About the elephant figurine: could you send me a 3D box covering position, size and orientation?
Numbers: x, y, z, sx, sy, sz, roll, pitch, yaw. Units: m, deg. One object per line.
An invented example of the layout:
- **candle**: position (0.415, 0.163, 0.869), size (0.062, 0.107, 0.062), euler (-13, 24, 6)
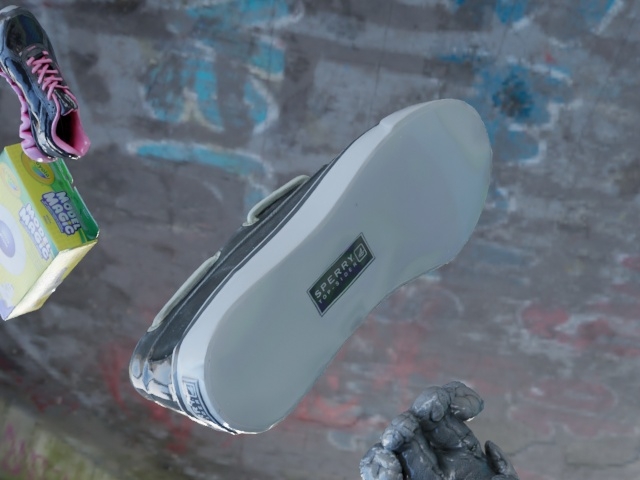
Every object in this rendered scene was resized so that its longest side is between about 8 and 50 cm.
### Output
- **elephant figurine**: position (0.167, 0.284, 1.094), size (0.169, 0.239, 0.186), euler (-52, 162, 14)

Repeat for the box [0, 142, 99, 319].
- **box**: position (-0.254, -0.011, 0.888), size (0.043, 0.105, 0.179), euler (-22, 168, -43)

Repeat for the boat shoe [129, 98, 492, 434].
- **boat shoe**: position (0.000, 0.000, 0.479), size (0.070, 0.219, 0.078), euler (4, 126, 46)

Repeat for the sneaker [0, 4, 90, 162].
- **sneaker**: position (-0.194, -0.109, 0.725), size (0.057, 0.047, 0.119), euler (15, 130, 40)
